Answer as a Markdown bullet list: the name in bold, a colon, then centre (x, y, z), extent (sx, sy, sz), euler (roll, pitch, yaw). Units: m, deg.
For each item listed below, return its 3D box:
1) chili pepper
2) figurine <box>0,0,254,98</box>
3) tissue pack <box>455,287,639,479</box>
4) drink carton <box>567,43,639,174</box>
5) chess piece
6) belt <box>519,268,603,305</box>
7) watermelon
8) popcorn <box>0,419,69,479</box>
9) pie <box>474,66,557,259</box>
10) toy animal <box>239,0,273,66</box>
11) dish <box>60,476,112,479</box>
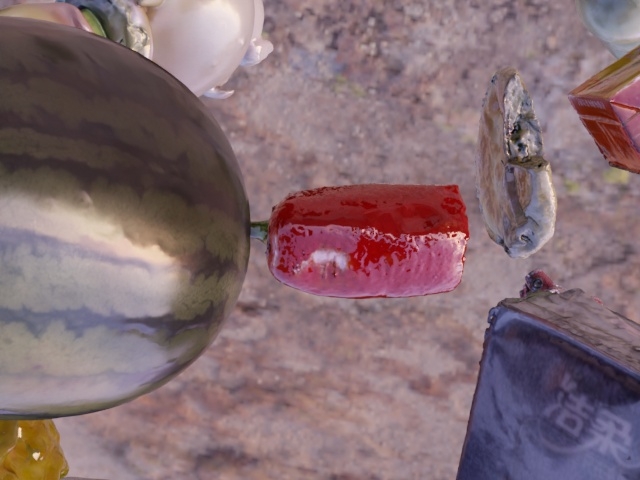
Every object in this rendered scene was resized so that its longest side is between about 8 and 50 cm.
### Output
- **chili pepper**: centre (0.001, 0.000, 1.323), extent (0.338, 0.131, 0.134), euler (2, 144, -7)
- **figurine**: centre (-0.215, -0.228, 1.159), extent (0.274, 0.394, 0.226), euler (-27, 93, 45)
- **tissue pack**: centre (0.233, 0.273, 0.925), extent (0.124, 0.394, 0.288), euler (-3, -158, -36)
- **drink carton**: centre (0.292, -0.135, 0.777), extent (0.223, 0.096, 0.071), euler (-33, 100, 2)
- **chess piece**: centre (0.379, -0.281, 1.345), extent (0.144, 0.144, 0.251), euler (-6, 180, 29)
- **belt**: centre (0.369, 0.101, 1.702), extent (0.071, 0.053, 0.232), euler (-26, 150, 28)
- **watermelon**: centre (-0.199, -0.012, 0.788), extent (0.279, 0.279, 0.359), euler (-16, 159, 41)
- **popcorn**: centre (-0.323, 0.171, 0.914), extent (0.192, 0.233, 0.266), euler (-15, 119, 39)
- **pie**: centre (0.333, -0.132, 1.934), extent (0.075, 0.337, 0.337), euler (-5, 153, -7)
- **toy animal**: centre (-0.104, -0.412, 1.691), extent (0.247, 0.310, 0.183), euler (37, 151, 9)
- **dish**: centre (-0.213, 0.344, 1.110), extent (0.117, 0.256, 0.256), euler (-26, 136, 27)
